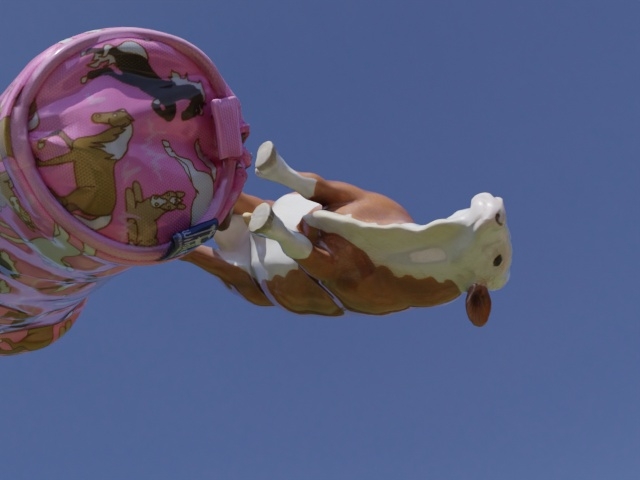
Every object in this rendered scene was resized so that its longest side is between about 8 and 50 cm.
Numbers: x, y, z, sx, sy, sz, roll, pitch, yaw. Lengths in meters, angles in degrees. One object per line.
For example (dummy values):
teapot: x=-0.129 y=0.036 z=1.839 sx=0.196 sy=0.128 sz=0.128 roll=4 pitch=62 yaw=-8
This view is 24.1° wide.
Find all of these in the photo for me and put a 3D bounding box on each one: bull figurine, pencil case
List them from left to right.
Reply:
pencil case: x=-0.191 y=-0.020 z=1.079 sx=0.167 sy=0.160 sz=0.386 roll=42 pitch=-29 yaw=-12
bull figurine: x=0.000 y=0.000 z=1.141 sx=0.188 sy=0.101 sz=0.310 roll=31 pitch=-23 yaw=-30
